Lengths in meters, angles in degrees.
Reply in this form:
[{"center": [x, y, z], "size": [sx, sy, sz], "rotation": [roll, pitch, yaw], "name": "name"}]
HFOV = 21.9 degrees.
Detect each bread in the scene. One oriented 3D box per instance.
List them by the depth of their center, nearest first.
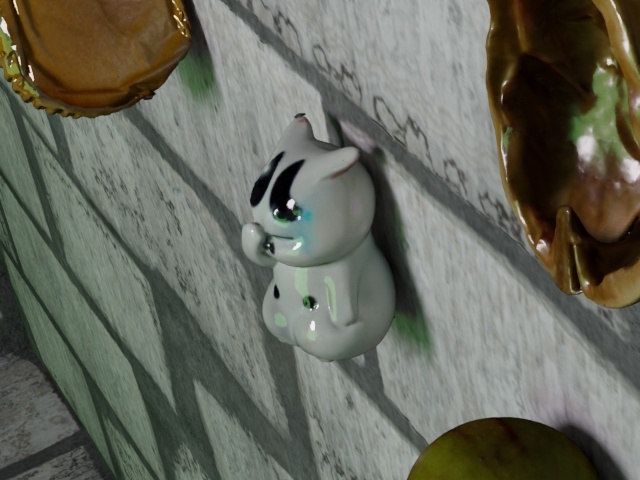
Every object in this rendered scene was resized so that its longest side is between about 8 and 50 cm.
[{"center": [-0.221, -0.210, 1.528], "size": [0.199, 0.199, 0.104], "rotation": [68, 165, -7], "name": "bread"}]

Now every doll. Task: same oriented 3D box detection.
[{"center": [-0.001, 0.007, 1.291], "size": [0.110, 0.107, 0.181], "rotation": [25, 138, 49], "name": "doll"}]

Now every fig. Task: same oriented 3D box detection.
[{"center": [0.114, 0.178, 1.133], "size": [0.186, 0.148, 0.142], "rotation": [37, 139, 57], "name": "fig"}]

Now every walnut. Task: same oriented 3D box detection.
[{"center": [0.146, -0.070, 0.782], "size": [0.167, 0.087, 0.211], "rotation": [-124, 21, -50], "name": "walnut"}]
